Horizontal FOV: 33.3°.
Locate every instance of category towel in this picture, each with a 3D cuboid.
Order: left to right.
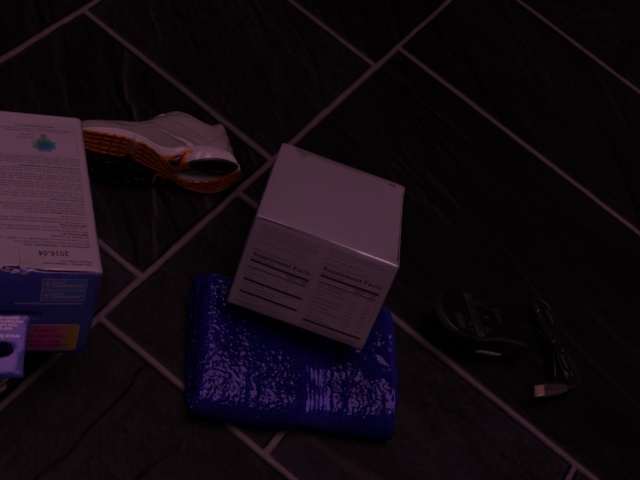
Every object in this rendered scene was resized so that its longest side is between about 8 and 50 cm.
[{"bbox_3d":[-0.036,0.159,1.520,0.308,0.076,0.228,9,52,-18],"label":"towel"}]

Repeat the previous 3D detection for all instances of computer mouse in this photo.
[{"bbox_3d":[0.285,0.171,1.670,0.262,0.060,0.184,7,48,-34],"label":"computer mouse"}]

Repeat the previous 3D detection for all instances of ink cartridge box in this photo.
[{"bbox_3d":[-0.429,-0.001,1.348,0.270,0.151,0.395,3,37,-21],"label":"ink cartridge box"}]

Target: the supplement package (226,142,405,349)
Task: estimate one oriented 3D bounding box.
[{"bbox_3d":[0.000,0.000,1.539,0.204,0.145,0.262,20,27,-4],"label":"supplement package"}]

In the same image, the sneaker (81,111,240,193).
[{"bbox_3d":[-0.256,-0.150,1.646,0.262,0.099,0.121,11,45,-26],"label":"sneaker"}]

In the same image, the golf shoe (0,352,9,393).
[{"bbox_3d":[-0.472,0.147,1.326,0.176,0.086,0.069,4,57,-20],"label":"golf shoe"}]
